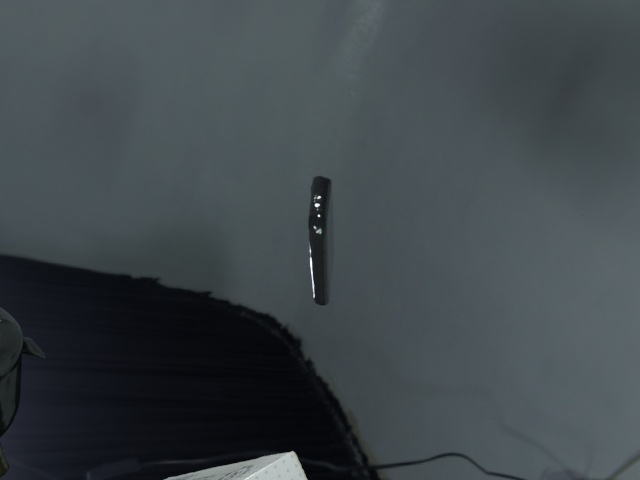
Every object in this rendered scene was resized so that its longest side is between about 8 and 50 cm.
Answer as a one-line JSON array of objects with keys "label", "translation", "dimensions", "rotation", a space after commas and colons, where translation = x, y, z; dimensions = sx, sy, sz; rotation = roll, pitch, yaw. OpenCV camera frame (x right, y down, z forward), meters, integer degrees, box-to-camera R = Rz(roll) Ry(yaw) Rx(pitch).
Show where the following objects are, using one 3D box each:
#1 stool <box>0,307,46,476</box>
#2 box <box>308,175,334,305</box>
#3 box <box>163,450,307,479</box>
[{"label": "stool", "translation": [-0.344, 0.122, 0.501], "dimensions": [0.153, 0.227, 0.139], "rotation": [-118, 38, -65]}, {"label": "box", "translation": [0.000, 0.000, 0.792], "dimensions": [0.125, 0.026, 0.126], "rotation": [-83, -8, -58]}, {"label": "box", "translation": [-0.091, 0.335, 0.628], "dimensions": [0.330, 0.095, 0.210], "rotation": [-35, 78, 51]}]
